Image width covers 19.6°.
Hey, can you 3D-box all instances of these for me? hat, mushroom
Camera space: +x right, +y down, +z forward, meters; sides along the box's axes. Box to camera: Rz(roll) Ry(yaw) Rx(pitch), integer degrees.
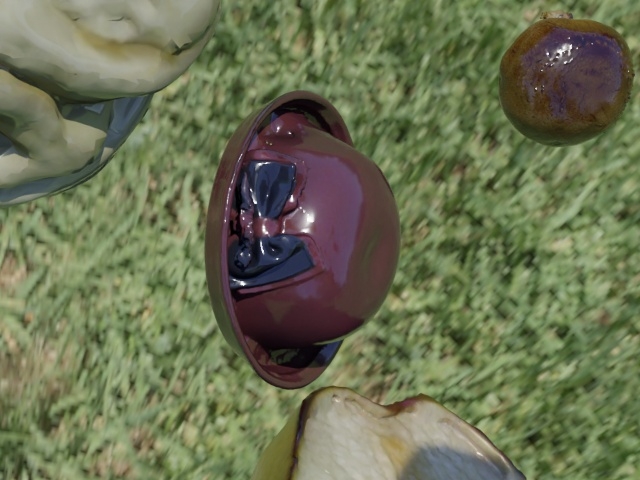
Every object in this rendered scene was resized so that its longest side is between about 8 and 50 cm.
[{"bbox_3d":[0.000,0.000,1.190,0.089,0.205,0.205,5,69,23],"label":"hat"},{"bbox_3d":[0.215,-0.139,1.620,0.127,0.087,0.127,-6,111,-16],"label":"mushroom"}]

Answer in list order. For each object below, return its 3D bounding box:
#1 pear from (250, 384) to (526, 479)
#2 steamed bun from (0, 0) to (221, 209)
[{"bbox_3d":[0.056,0.303,1.220,0.340,0.191,0.386,15,39,-43],"label":"pear"},{"bbox_3d":[-0.162,-0.135,0.521,0.203,0.289,0.276,-14,79,-42],"label":"steamed bun"}]
